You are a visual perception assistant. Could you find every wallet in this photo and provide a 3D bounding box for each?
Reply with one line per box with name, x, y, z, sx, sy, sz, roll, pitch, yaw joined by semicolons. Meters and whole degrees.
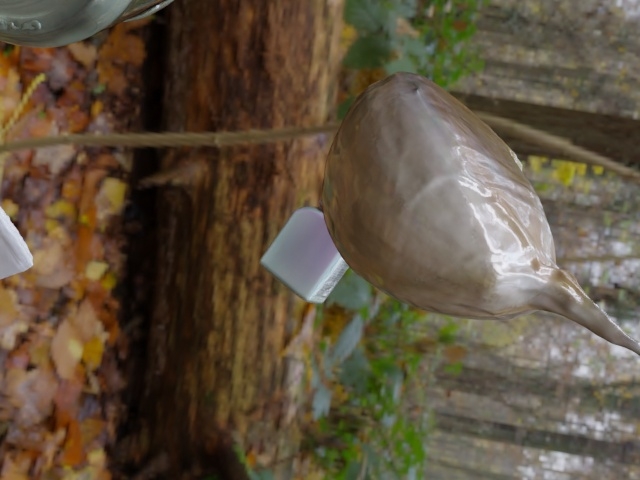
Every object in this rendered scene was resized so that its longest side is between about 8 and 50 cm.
wallet;-0.469;0.007;1.368;0.124;0.183;0.032;60;25;-23

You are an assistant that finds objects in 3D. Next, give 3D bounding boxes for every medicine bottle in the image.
medicine bottle;0.000;0.000;1.108;0.118;0.074;0.055;-55;158;7

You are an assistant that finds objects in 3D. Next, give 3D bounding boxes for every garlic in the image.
garlic;0.070;-0.012;0.493;0.090;0.128;0.198;-65;-157;17

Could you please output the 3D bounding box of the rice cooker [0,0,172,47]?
rice cooker;-0.289;-0.405;1.205;0.325;0.335;0.335;-56;156;-60
